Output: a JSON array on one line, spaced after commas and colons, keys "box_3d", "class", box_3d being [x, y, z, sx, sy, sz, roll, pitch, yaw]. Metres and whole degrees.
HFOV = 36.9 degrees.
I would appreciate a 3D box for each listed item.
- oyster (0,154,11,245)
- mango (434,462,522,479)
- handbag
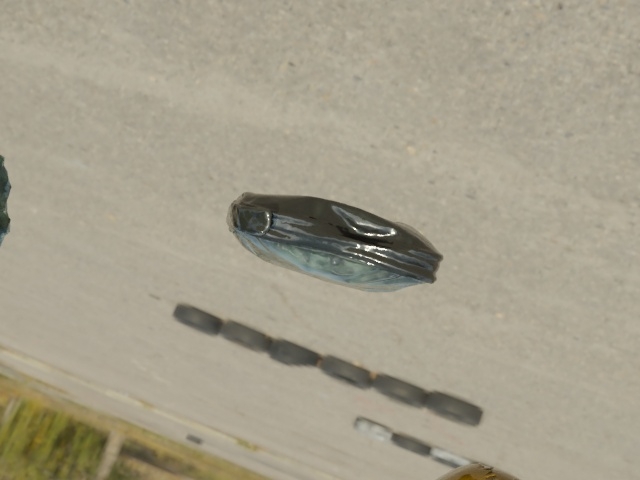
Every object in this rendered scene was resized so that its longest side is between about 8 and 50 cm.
[{"box_3d": [-0.340, 0.037, 0.605, 0.162, 0.351, 0.158, 50, -178, 5], "class": "oyster"}, {"box_3d": [0.152, 0.273, 0.795, 0.151, 0.156, 0.249, -8, -179, -6], "class": "mango"}, {"box_3d": [0.001, 0.000, 0.944, 0.192, 0.075, 0.332, 16, 180, -6], "class": "handbag"}]
